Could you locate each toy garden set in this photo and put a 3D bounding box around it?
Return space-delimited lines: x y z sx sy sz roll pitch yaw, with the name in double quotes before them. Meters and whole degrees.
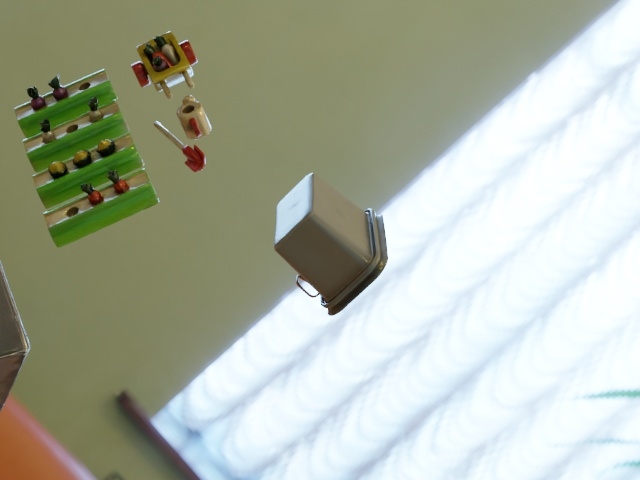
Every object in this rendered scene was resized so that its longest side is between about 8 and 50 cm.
"toy garden set" -0.205 -0.121 1.336 0.244 0.204 0.049 -119 -173 -49

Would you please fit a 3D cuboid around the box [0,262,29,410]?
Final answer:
"box" -0.413 -0.009 0.906 0.343 0.313 0.179 68 -28 15

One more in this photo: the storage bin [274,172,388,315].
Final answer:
"storage bin" 0.000 0.000 1.307 0.091 0.098 0.135 41 19 -17
